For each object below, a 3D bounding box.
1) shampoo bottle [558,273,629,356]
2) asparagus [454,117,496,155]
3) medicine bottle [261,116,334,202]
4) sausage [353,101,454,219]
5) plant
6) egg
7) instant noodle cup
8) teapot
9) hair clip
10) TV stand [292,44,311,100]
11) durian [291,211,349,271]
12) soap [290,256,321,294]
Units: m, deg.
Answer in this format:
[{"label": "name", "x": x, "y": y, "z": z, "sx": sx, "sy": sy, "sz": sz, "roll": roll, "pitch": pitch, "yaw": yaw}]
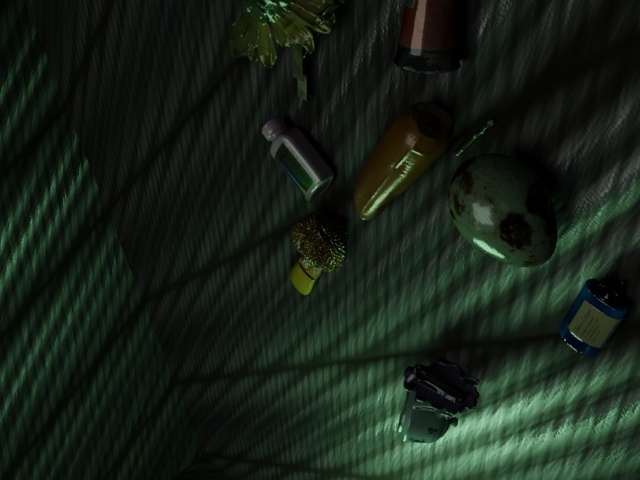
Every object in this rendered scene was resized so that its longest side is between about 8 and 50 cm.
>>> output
[{"label": "shampoo bottle", "x": 0.503, "y": 0.134, "z": 1.271, "sx": 0.087, "sy": 0.050, "sz": 0.183, "roll": 44, "pitch": 145, "yaw": 29}, {"label": "asparagus", "x": 0.294, "y": -0.197, "z": 1.319, "sx": 0.015, "sy": 0.018, "sz": 0.127, "roll": 25, "pitch": 150, "yaw": -11}, {"label": "medicine bottle", "x": -0.061, "y": -0.211, "z": 1.746, "sx": 0.219, "sy": 0.078, "sz": 0.115, "roll": 53, "pitch": 151, "yaw": 11}, {"label": "sausage", "x": 0.150, "y": -0.149, "z": 1.451, "sx": 0.116, "sy": 0.134, "sz": 0.354, "roll": 33, "pitch": 145, "yaw": -4}, {"label": "plant", "x": -0.080, "y": -0.502, "z": 1.382, "sx": 0.261, "sy": 0.297, "sz": 0.305, "roll": 22, "pitch": 100, "yaw": 6}, {"label": "egg", "x": 0.330, "y": -0.051, "z": 1.247, "sx": 0.231, "sy": 0.169, "sz": 0.169, "roll": 52, "pitch": 148, "yaw": 0}, {"label": "instant noodle cup", "x": 0.192, "y": -0.376, "z": 1.225, "sx": 0.127, "sy": 0.127, "sz": 0.135, "roll": 28, "pitch": 129, "yaw": 40}, {"label": "teapot", "x": 0.280, "y": 0.447, "z": 1.773, "sx": 0.159, "sy": 0.159, "sz": 0.232, "roll": 47, "pitch": 163, "yaw": 19}, {"label": "hair clip", "x": 0.293, "y": 0.347, "z": 1.675, "sx": 0.196, "sy": 0.124, "sz": 0.052, "roll": 22, "pitch": 158, "yaw": 28}, {"label": "TV stand", "x": -0.039, "y": -0.431, "z": 1.565, "sx": 0.036, "sy": 0.042, "sz": 0.249, "roll": 32, "pitch": 140, "yaw": 31}, {"label": "durian", "x": 0.000, "y": 0.000, "z": 1.793, "sx": 0.158, "sy": 0.137, "sz": 0.168, "roll": 29, "pitch": 151, "yaw": 8}, {"label": "soap", "x": -0.048, "y": 0.098, "z": 2.030, "sx": 0.089, "sy": 0.033, "sz": 0.168, "roll": 46, "pitch": 145, "yaw": 15}]
